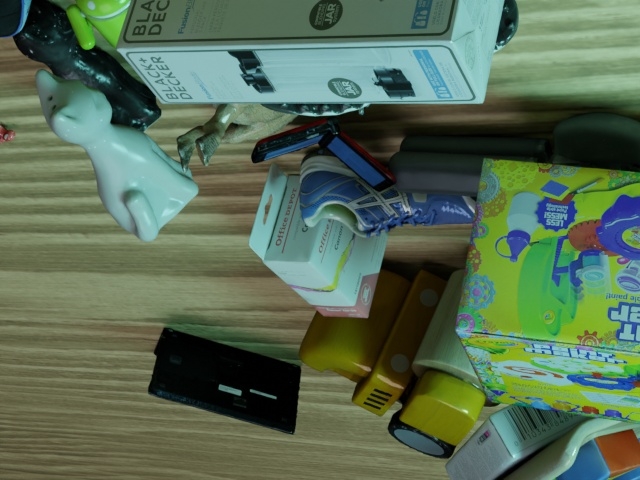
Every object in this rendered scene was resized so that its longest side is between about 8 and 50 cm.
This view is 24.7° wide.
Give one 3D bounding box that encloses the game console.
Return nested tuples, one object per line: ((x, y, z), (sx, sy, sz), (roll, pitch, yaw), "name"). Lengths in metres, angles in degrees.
((0.000, -0.075, 1.506), (0.124, 0.085, 0.144), (-19, 179, -6), "game console")

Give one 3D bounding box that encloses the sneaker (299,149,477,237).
((0.076, -0.038, 1.617), (0.211, 0.081, 0.080), (9, 156, 9), "sneaker")

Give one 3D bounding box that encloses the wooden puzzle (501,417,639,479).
((0.370, 0.258, 1.788), (0.348, 0.080, 0.322), (-21, 162, -28), "wooden puzzle")

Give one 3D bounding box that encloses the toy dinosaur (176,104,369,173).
((-0.047, -0.152, 1.390), (0.200, 0.127, 0.296), (-19, 180, -11), "toy dinosaur")

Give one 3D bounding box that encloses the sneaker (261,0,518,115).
((0.053, -0.160, 1.259), (0.234, 0.078, 0.106), (-18, -177, 2), "sneaker")

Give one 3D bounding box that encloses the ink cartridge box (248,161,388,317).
((0.000, 0.000, 1.706), (0.067, 0.115, 0.198), (1, 155, 31), "ink cartridge box")

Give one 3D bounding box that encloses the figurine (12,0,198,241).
((-0.228, -0.129, 1.447), (0.092, 0.215, 0.209), (-33, 139, 5), "figurine")

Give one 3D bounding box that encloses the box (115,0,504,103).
((-0.004, -0.199, 1.166), (0.290, 0.169, 0.087), (3, 156, 26), "box")

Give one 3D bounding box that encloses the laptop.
((-0.161, 0.241, 2.344), (0.234, 0.264, 0.136), (16, 121, -7), "laptop")

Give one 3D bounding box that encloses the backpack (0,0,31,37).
((-0.316, -0.256, 1.278), (0.158, 0.117, 0.173), (16, 157, -6), "backpack")

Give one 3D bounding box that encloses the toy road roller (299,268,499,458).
((0.112, 0.124, 1.841), (0.240, 0.202, 0.329), (25, 159, 0), "toy road roller")

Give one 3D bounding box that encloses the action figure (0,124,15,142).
((-0.413, -0.124, 1.770), (0.115, 0.030, 0.038), (-5, 147, 33), "action figure")

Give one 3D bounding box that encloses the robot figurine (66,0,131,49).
((-0.184, -0.220, 1.354), (0.101, 0.067, 0.115), (-22, 148, 11), "robot figurine")

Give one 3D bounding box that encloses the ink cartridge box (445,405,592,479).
((0.323, 0.224, 1.873), (0.324, 0.071, 0.330), (-24, 165, -18), "ink cartridge box")

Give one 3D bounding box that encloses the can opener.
((0.203, -0.087, 1.466), (0.280, 0.074, 0.093), (0, 120, 27), "can opener")

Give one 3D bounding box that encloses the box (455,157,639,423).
((0.302, 0.063, 1.422), (0.290, 0.177, 0.279), (7, 163, 15), "box")
